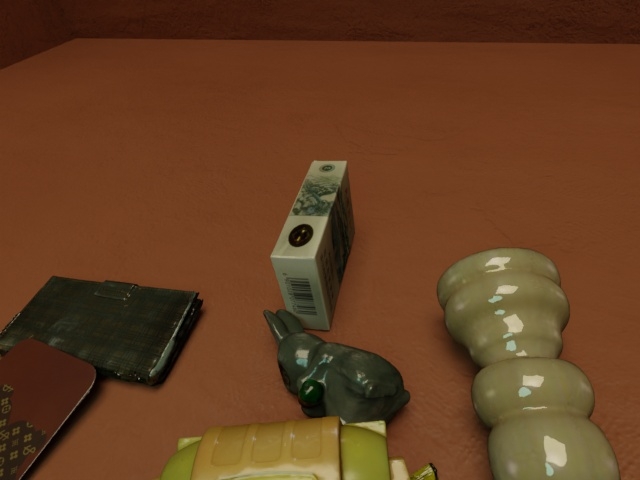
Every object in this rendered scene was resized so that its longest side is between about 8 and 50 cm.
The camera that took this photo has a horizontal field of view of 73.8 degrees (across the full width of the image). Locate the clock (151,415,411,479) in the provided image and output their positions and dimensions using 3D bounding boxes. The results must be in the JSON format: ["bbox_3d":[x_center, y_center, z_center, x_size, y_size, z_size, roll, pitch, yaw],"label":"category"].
[{"bbox_3d":[-0.027,0.326,0.346,0.245,0.200,0.316,-9,49,5],"label":"clock"}]

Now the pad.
[{"bbox_3d":[-0.451,0.267,0.583,0.181,0.004,0.267,14,53,21],"label":"pad"}]

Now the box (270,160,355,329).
[{"bbox_3d":[0.001,0.000,0.726,0.069,0.164,0.256,2,42,15],"label":"box"}]

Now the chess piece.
[{"bbox_3d":[0.250,0.169,0.521,0.167,0.166,0.299,-3,48,5],"label":"chess piece"}]

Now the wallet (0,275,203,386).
[{"bbox_3d":[-0.370,0.142,0.715,0.318,0.044,0.168,4,46,16],"label":"wallet"}]

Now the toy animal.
[{"bbox_3d":[0.003,0.179,0.586,0.138,0.107,0.236,8,5,-40],"label":"toy animal"}]

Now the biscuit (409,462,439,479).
[{"bbox_3d":[0.172,0.352,0.398,0.048,0.026,0.292,-25,43,-13],"label":"biscuit"}]
